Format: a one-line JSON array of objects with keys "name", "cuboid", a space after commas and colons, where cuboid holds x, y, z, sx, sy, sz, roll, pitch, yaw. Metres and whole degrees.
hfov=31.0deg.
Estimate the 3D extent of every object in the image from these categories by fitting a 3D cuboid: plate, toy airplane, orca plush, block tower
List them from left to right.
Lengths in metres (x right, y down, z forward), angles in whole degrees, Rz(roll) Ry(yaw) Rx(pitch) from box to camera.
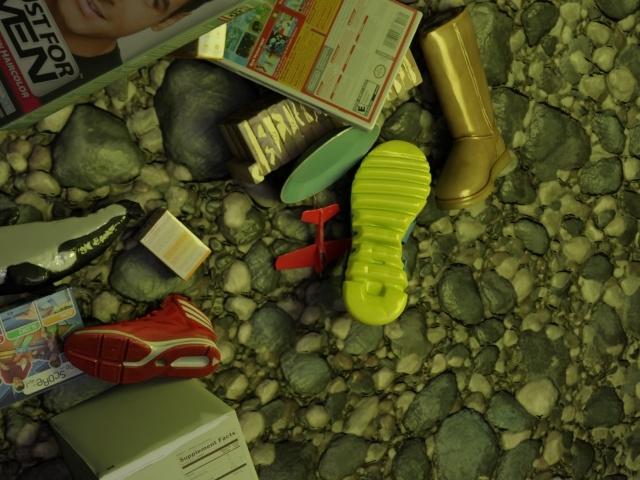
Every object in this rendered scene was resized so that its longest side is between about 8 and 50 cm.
[{"name": "orca plush", "cuboid": [-0.385, 0.023, 1.607, 0.287, 0.151, 0.102, -33, 144, -35]}, {"name": "toy airplane", "cuboid": [0.000, 0.000, 1.822, 0.151, 0.028, 0.151, -11, 113, -28]}, {"name": "block tower", "cuboid": [0.000, -0.212, 1.754, 0.335, 0.091, 0.097, -34, 112, -18]}, {"name": "plate", "cuboid": [0.010, -0.124, 1.746, 0.188, 0.188, 0.024, -33, 74, -18]}]

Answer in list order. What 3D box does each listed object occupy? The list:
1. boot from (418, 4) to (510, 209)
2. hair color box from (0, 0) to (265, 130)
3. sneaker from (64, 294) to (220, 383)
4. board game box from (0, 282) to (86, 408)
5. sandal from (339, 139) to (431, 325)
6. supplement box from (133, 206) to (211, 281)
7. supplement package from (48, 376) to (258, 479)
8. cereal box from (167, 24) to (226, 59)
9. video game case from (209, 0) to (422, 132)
[{"name": "boot", "cuboid": [0.209, -0.209, 1.831, 0.236, 0.089, 0.269, -51, 127, -53]}, {"name": "hair color box", "cuboid": [-0.281, -0.303, 1.468, 0.375, 0.113, 0.185, -26, 94, 8]}, {"name": "sneaker", "cuboid": [-0.261, 0.139, 1.685, 0.221, 0.128, 0.087, 9, 119, -15]}, {"name": "board game box", "cuboid": [-0.432, 0.158, 1.633, 0.201, 0.035, 0.136, -20, 108, -22]}, {"name": "sandal", "cuboid": [0.092, -0.009, 1.827, 0.126, 0.138, 0.317, 16, 73, -1]}, {"name": "supplement box", "cuboid": [-0.220, 0.006, 1.712, 0.062, 0.036, 0.098, -50, 117, -10]}, {"name": "supplement package", "cuboid": [-0.236, 0.306, 1.631, 0.204, 0.262, 0.145, -25, 110, -22]}, {"name": "cereal box", "cuboid": [-0.178, -0.372, 1.586, 0.047, 0.173, 0.240, 1, 98, -31]}, {"name": "video game case", "cuboid": [-0.018, -0.303, 1.676, 0.285, 0.025, 0.204, 24, 76, -3]}]
